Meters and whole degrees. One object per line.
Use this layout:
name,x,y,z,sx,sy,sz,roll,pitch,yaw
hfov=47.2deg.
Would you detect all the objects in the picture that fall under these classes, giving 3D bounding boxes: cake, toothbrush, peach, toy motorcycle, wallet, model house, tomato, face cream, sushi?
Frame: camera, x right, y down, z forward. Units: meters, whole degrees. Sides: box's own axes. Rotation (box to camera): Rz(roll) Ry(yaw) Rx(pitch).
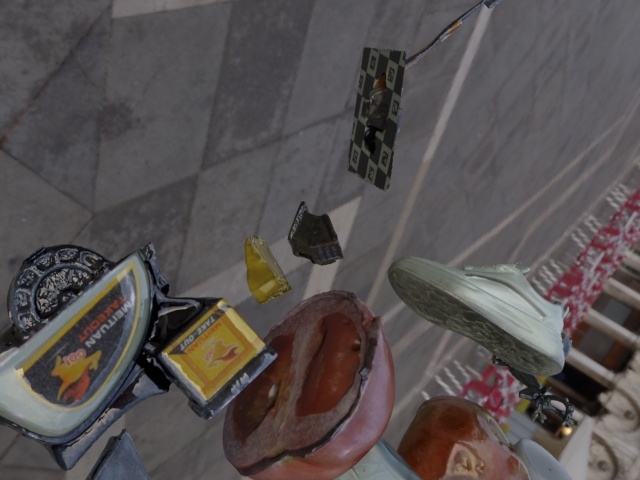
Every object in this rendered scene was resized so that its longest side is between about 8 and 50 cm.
cake,-0.138,0.066,1.902,0.079,0.116,0.185,31,55,-49
toothbrush,0.291,-0.473,1.657,0.321,0.031,0.023,-37,154,-7
peach,0.251,0.388,1.277,0.214,0.235,0.214,-57,174,-9
toy motorcycle,-0.169,0.110,0.429,0.263,0.157,0.091,-44,-173,-18
wallet,-0.298,0.399,1.111,0.036,0.167,0.222,-21,-172,2
model house,0.001,0.004,1.906,0.106,0.152,0.165,-56,152,-21
tomato,0.006,0.163,0.777,0.228,0.112,0.199,-26,-140,41
face cream,0.521,0.642,1.871,0.187,0.201,0.201,-50,161,17
sushi,0.103,-0.194,1.159,0.040,0.193,0.210,2,106,-18

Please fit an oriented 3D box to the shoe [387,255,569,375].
shoe,0.275,0.083,1.198,0.159,0.316,0.124,-56,180,-26

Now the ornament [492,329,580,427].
ornament,0.543,0.328,1.707,0.202,0.236,0.080,-16,135,-10

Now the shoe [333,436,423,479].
shoe,0.076,0.300,0.937,0.079,0.195,0.078,-51,172,4
